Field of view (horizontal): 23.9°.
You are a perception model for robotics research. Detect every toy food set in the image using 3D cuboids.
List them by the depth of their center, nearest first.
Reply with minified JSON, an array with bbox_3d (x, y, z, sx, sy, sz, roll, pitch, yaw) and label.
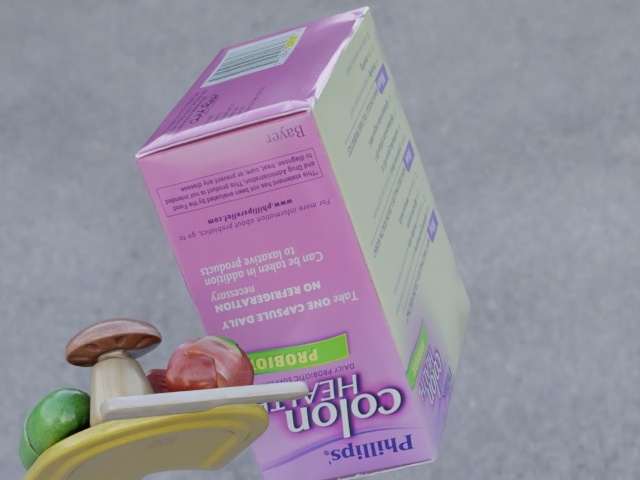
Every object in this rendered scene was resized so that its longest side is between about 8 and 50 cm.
[{"bbox_3d":[-0.098,0.086,0.822,0.128,0.071,0.218,-5,-22,-28],"label":"toy food set"}]

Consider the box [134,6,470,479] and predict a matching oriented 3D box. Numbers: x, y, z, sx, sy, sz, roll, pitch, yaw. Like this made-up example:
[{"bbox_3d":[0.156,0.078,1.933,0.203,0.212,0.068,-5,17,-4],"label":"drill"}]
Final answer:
[{"bbox_3d":[0.000,0.000,0.997,0.117,0.243,0.213,-15,21,17],"label":"box"}]
